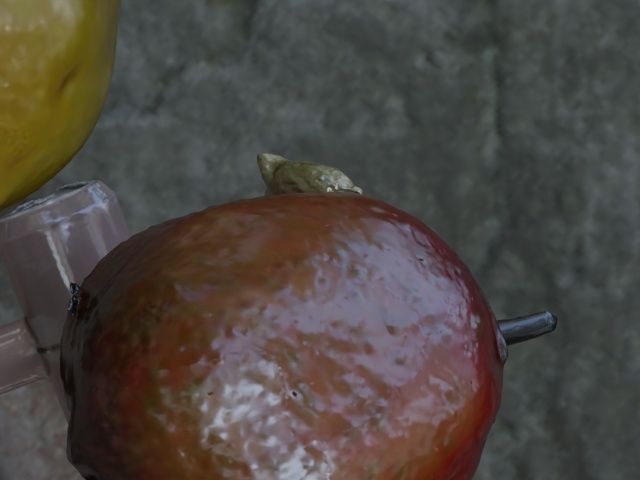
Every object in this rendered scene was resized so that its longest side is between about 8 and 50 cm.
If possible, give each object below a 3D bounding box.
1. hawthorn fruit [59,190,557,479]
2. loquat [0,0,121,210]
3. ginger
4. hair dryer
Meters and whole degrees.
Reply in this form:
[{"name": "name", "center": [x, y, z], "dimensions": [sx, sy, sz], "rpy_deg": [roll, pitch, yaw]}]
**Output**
[{"name": "hawthorn fruit", "center": [0.002, 0.103, 1.119], "dimensions": [0.368, 0.285, 0.285], "rpy_deg": [-15, 52, -24]}, {"name": "loquat", "center": [-0.181, -0.113, 0.729], "dimensions": [0.187, 0.176, 0.234], "rpy_deg": [-5, 70, 0]}, {"name": "ginger", "center": [0.000, 0.000, 1.373], "dimensions": [0.131, 0.086, 0.294], "rpy_deg": [52, -8, 13]}, {"name": "hair dryer", "center": [-0.293, 0.093, 1.337], "dimensions": [0.107, 0.344, 0.189], "rpy_deg": [-65, 134, -79]}]
